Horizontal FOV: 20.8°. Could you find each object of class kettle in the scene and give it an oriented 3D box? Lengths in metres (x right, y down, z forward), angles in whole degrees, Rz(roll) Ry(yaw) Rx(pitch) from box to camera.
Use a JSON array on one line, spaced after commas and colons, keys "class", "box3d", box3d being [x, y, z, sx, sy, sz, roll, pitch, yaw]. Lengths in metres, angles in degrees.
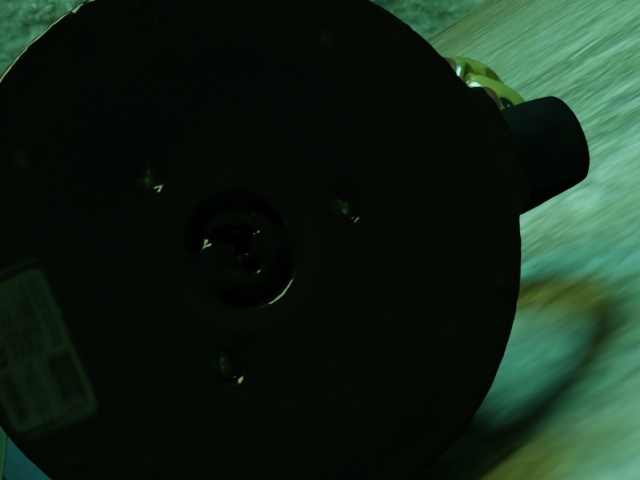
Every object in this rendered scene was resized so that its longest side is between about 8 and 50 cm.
[{"class": "kettle", "box3d": [-0.015, -0.001, 0.543, 0.202, 0.144, 0.232, -27, 0, -9]}]

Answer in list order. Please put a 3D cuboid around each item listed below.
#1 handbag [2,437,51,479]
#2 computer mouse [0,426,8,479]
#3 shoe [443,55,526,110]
[{"class": "handbag", "box3d": [-0.162, 0.017, 0.753, 0.057, 0.221, 0.144, -31, 8, 30]}, {"class": "computer mouse", "box3d": [-0.209, 0.108, 0.562, 0.097, 0.160, 0.288, 17, 35, 18]}, {"class": "shoe", "box3d": [0.067, -0.061, 0.889, 0.109, 0.069, 0.072, -37, 26, 56]}]
